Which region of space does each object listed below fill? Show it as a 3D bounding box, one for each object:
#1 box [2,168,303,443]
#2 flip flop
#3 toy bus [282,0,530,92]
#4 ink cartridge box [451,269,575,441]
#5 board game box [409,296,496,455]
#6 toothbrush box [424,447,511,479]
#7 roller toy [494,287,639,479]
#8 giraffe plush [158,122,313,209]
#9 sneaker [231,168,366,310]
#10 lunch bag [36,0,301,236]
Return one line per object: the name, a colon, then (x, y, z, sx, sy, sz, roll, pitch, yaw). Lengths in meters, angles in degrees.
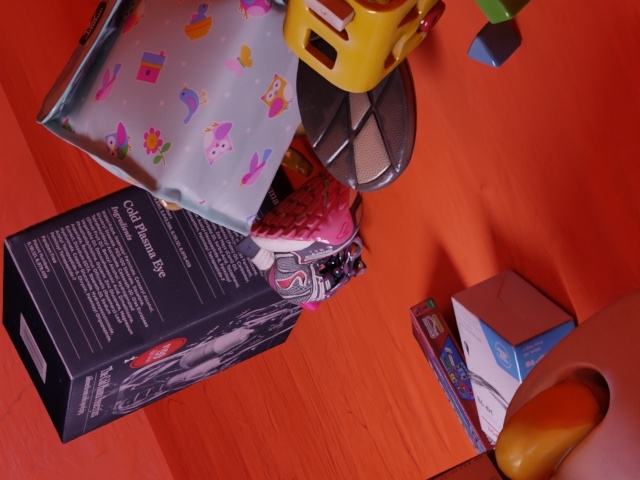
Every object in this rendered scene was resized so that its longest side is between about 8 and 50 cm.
box: (-0.188, 0.062, 2.147, 0.179, 0.312, 0.343, 62, 164, 12)
flip flop: (0.027, -0.173, 1.555, 0.112, 0.080, 0.277, -34, 63, 34)
toy bus: (0.033, -0.193, 1.338, 0.191, 0.104, 0.202, 11, 140, 50)
ink cartridge box: (0.174, 0.128, 1.555, 0.104, 0.060, 0.180, 41, 151, 55)
board game box: (0.158, 0.190, 1.697, 0.281, 0.027, 0.145, 62, 179, 12)
toothbrush box: (0.096, 0.310, 1.239, 0.216, 0.126, 0.295, 58, 159, 27)
roller toy: (0.217, 0.119, 1.170, 0.146, 0.209, 0.191, 57, 176, 30)
giraffe plush: (-0.108, -0.128, 1.863, 0.181, 0.170, 0.210, 59, 160, 24)
sneaker: (0.000, 0.000, 1.851, 0.112, 0.121, 0.299, 51, 171, -1)
lunch bag: (-0.139, -0.161, 1.721, 0.262, 0.223, 0.160, 31, -175, 40)
